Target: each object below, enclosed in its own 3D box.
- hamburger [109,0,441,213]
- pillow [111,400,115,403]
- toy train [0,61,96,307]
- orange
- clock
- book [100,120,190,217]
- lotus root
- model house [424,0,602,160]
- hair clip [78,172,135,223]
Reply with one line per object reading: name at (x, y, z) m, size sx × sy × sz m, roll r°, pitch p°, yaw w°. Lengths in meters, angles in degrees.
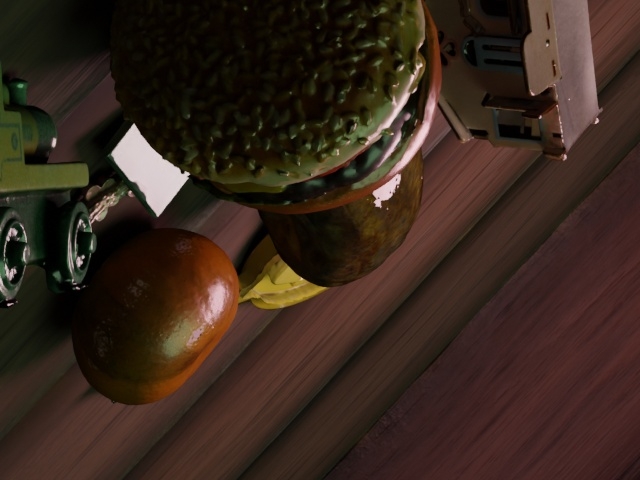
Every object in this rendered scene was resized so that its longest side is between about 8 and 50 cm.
hamburger at (-0.045, -0.192, 1.815) m, size 0.330 × 0.330 × 0.250 m, roll -47°, pitch 168°, yaw -1°
pillow at (-0.237, 0.163, 2.538) m, size 0.150 × 0.048 × 0.090 m, roll -53°, pitch 158°, yaw 10°
toy train at (-0.317, -0.060, 1.698) m, size 0.369 × 0.150 × 0.237 m, roll -16°, pitch 104°, yaw -79°
orange at (-0.211, 0.090, 2.257) m, size 0.240 × 0.171 × 0.240 m, roll -52°, pitch 174°, yaw -7°
clock at (-0.001, -0.003, 2.679) m, size 0.277 × 0.071 × 0.293 m, roll -44°, pitch 156°, yaw 27°
book at (-0.190, -0.101, 2.072) m, size 0.103 × 0.017 × 0.135 m, roll -54°, pitch 145°, yaw -15°
lotus root at (0.011, -0.105, 2.259) m, size 0.250 × 0.250 × 0.346 m, roll -44°, pitch 158°, yaw -10°
model house at (0.230, -0.281, 2.436) m, size 0.169 × 0.244 × 0.326 m, roll -33°, pitch 123°, yaw -40°
hair clip at (-0.262, -0.041, 2.078) m, size 0.214 × 0.056 × 0.062 m, roll -47°, pitch 147°, yaw -28°
